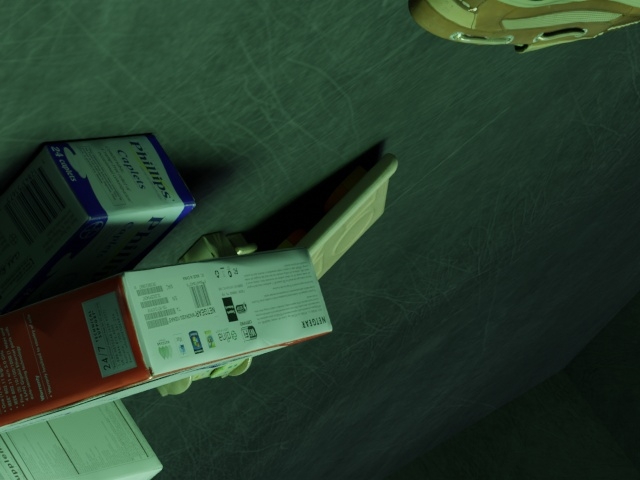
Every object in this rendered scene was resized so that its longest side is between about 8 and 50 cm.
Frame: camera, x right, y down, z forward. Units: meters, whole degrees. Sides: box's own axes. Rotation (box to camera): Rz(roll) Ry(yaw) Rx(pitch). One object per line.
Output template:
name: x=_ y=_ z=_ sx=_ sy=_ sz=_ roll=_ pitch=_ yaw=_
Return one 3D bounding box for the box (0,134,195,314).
box: x=-0.189 y=-0.014 z=1.338 sx=0.126 sy=0.072 sz=0.137 roll=-43 pitch=164 yaw=29

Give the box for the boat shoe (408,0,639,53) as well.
boat shoe: x=0.190 y=-0.223 z=1.459 sx=0.324 sy=0.122 sz=0.120 roll=-4 pitch=152 yaw=-48

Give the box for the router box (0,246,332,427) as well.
router box: x=-0.193 y=0.095 z=1.422 sx=0.301 sy=0.082 sz=0.335 roll=-19 pitch=176 yaw=24

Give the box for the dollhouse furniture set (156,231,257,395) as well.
dollhouse furniture set: x=-0.083 y=0.068 z=1.763 sx=0.161 sy=0.101 sz=0.182 roll=-44 pitch=163 yaw=31

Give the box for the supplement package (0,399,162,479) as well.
supplement package: x=-0.300 y=0.225 z=1.707 sx=0.134 sy=0.139 sz=0.244 roll=-42 pitch=162 yaw=22

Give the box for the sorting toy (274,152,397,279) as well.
sorting toy: x=0.000 y=0.000 z=1.815 sx=0.193 sy=0.038 sz=0.208 roll=-45 pitch=173 yaw=-14
